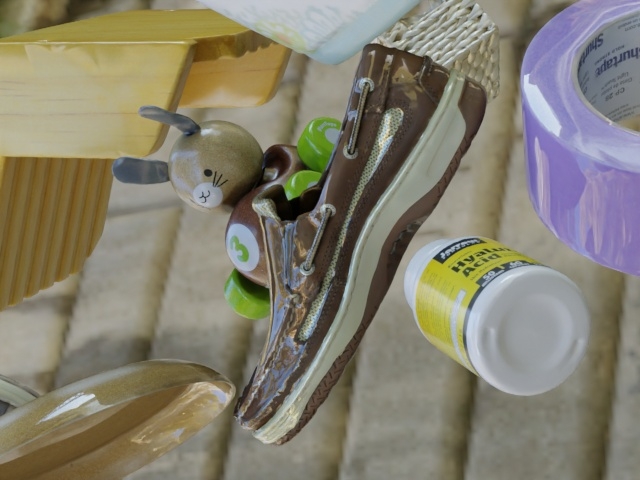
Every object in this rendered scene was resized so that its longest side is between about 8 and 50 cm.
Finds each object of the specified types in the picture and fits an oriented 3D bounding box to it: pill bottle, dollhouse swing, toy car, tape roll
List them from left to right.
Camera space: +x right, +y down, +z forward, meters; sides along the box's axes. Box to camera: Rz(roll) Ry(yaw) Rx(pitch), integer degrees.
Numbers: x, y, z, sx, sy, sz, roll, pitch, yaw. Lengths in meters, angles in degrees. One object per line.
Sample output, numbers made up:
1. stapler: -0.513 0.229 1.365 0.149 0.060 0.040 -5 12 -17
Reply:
1. dollhouse swing: -0.196 -0.085 1.816 0.347 0.315 0.305 -34 -56 -68
2. toy car: -0.088 -0.049 1.482 0.188 0.155 0.149 26 -137 -8
3. pill bottle: 0.085 0.033 0.855 0.065 0.116 0.065 -4 -78 -18
4. tape roll: 0.212 -0.068 0.974 0.080 0.189 0.189 80 -151 -41

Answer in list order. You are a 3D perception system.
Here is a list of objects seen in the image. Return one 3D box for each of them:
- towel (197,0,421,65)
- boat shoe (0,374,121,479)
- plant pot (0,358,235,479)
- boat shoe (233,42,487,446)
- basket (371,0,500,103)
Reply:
1. towel: -0.050 -0.268 1.151 0.320 0.374 0.090 29 -113 -14
2. boat shoe: -0.332 0.163 1.416 0.355 0.132 0.130 33 -117 -2
3. plant pot: -0.169 0.136 1.114 0.236 0.236 0.032 -4 -117 -54
4. boat shoe: 0.000 -0.002 1.019 0.257 0.095 0.095 -61 6 8
5. basket: 0.125 -0.198 1.821 0.113 0.103 0.167 -37 -23 -10
